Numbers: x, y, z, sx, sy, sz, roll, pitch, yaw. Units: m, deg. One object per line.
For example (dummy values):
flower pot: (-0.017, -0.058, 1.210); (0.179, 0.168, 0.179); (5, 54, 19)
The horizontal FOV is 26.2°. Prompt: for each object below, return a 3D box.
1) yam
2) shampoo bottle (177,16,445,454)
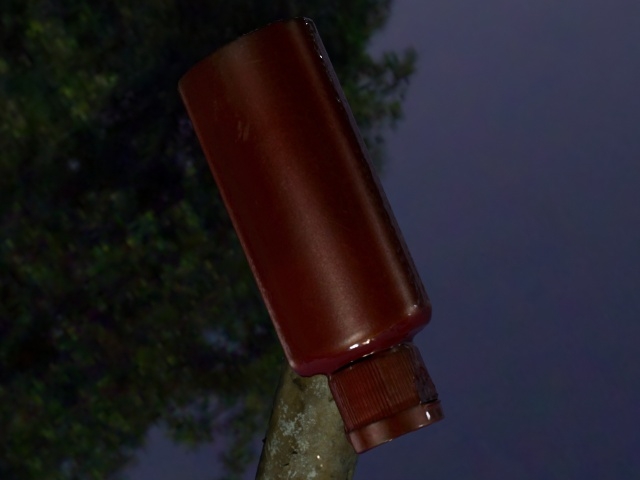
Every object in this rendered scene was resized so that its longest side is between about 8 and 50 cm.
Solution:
yam: (-0.007, 0.149, 1.008); (0.078, 0.078, 0.179); (21, -84, 53)
shampoo bottle: (0.000, 0.000, 0.848); (0.102, 0.260, 0.064); (-26, 170, 23)
